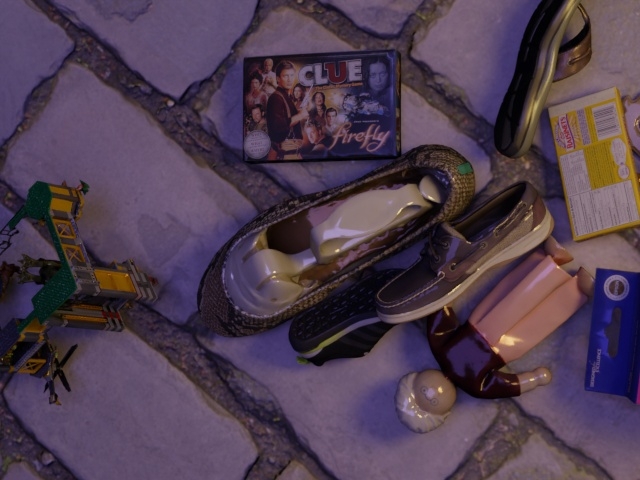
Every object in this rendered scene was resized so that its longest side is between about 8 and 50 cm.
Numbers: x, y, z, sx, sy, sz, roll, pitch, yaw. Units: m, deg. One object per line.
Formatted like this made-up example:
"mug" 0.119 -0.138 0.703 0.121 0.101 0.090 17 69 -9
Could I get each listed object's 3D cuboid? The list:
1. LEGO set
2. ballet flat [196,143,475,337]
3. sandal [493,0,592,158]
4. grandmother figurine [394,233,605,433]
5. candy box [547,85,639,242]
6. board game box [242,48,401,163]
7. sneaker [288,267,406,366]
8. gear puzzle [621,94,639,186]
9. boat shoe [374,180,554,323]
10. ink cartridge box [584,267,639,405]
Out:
"LEGO set" -0.408 0.074 1.996 0.331 0.192 0.255 -49 56 22
"ballet flat" 0.000 0.000 1.851 0.483 0.182 0.164 -28 87 13
"sandal" 0.336 -0.256 1.820 0.086 0.120 0.303 19 94 -11
"grandmother figurine" 0.236 0.142 1.820 0.342 0.104 0.208 -45 67 7
"candy box" 0.391 -0.107 1.797 0.105 0.027 0.206 -17 71 29
"board game box" 0.001 -0.203 1.937 0.243 0.042 0.165 -1 86 16
"sneaker" 0.064 0.120 1.884 0.234 0.097 0.084 -22 44 11
"gear puzzle" 0.508 -0.162 1.783 0.339 0.044 0.175 -44 76 10
"boat shoe" 0.191 0.012 1.776 0.285 0.103 0.092 -30 119 -2
"ink cartridge box" 0.525 0.141 1.649 0.371 0.069 0.176 7 93 29
